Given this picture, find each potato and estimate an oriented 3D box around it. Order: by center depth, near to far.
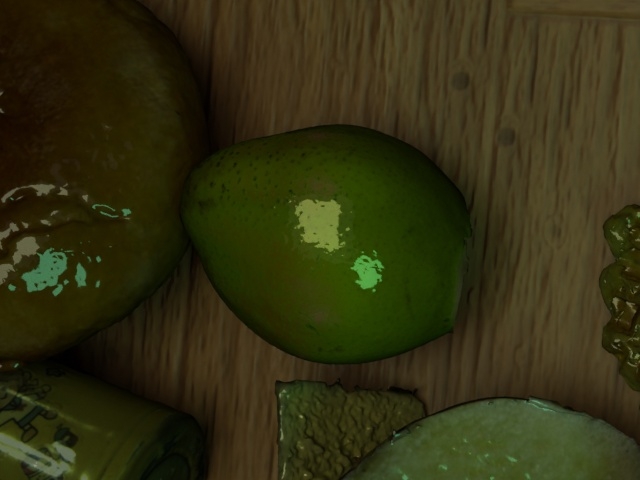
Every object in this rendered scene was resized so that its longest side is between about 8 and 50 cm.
[{"bbox_3d":[0.107,0.229,1.375,0.299,0.116,0.239,-23,102,-14],"label":"potato"}]

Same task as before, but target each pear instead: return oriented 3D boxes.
[{"bbox_3d":[0.000,0.000,1.407,0.219,0.187,0.188,8,92,-2],"label":"pear"}]

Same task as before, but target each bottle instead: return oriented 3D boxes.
[{"bbox_3d":[-0.282,0.156,1.513,0.351,0.171,0.172,23,96,19],"label":"bottle"}]

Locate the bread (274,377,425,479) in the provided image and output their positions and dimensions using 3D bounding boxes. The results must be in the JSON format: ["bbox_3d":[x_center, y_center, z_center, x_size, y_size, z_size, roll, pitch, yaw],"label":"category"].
[{"bbox_3d":[0.012,0.182,1.425,0.127,0.152,0.147,-6,78,18],"label":"bread"}]

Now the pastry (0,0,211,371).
[{"bbox_3d":[-0.256,-0.063,1.470,0.355,0.164,0.356,-5,62,9],"label":"pastry"}]

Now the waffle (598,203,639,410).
[{"bbox_3d":[0.335,0.054,1.346,0.291,0.051,0.291,-1,87,26],"label":"waffle"}]
